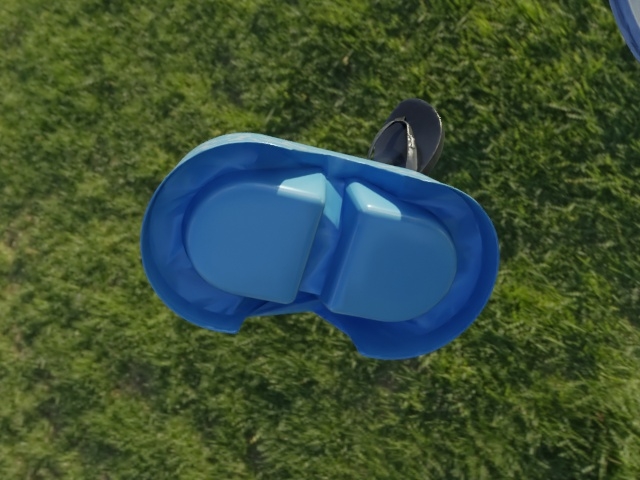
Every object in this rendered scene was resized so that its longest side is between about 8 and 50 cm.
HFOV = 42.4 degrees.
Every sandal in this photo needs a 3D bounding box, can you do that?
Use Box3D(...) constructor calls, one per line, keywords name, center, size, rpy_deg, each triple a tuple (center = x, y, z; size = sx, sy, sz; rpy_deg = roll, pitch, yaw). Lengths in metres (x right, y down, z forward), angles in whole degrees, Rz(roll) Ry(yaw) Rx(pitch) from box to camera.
Box3D(name="sandal", center=(0.098, -0.098, 1.107), size=(0.097, 0.054, 0.255), rpy_deg=(5, 57, 31))

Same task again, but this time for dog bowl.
Box3D(name="dog bowl", center=(0.000, 0.000, 0.693), size=(0.074, 0.297, 0.166), rpy_deg=(-112, 37, -63))

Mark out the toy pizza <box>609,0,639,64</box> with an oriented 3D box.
Box3D(name="toy pizza", center=(0.250, -0.161, 0.474), size=(0.032, 0.201, 0.201), rpy_deg=(-179, 110, -79))
